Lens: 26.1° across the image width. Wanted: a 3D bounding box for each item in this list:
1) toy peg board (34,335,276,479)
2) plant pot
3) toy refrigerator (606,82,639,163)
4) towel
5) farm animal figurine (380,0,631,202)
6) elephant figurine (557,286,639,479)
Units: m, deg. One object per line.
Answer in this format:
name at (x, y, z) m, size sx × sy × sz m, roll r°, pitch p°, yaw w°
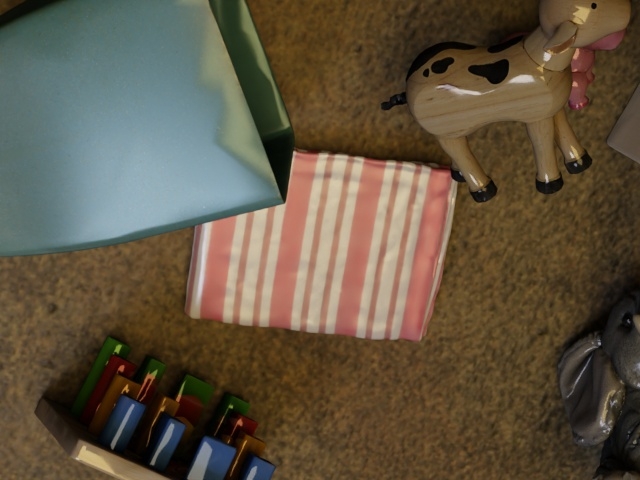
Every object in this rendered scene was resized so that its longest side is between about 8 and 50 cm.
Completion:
toy peg board at (-0.108, 0.137, 1.004) m, size 0.161 × 0.160 × 0.079 m, roll 28°, pitch 84°, yaw -20°
plant pot at (-0.155, -0.086, 0.909) m, size 0.234 × 0.165 × 0.166 m, roll -18°, pitch 108°, yaw 8°
toy refrigerator at (0.370, -0.048, 1.079) m, size 0.269 × 0.102 × 0.094 m, roll 26°, pitch 100°, yaw -19°
towel at (0.000, 0.000, 1.049) m, size 0.197 × 0.029 × 0.144 m, roll 7°, pitch 106°, yaw -12°
farm animal figurine at (0.237, -0.153, 0.904) m, size 0.330 × 0.327 × 0.172 m, roll -37°, pitch 126°, yaw -18°
elephant figurine at (0.271, 0.112, 1.090) m, size 0.169 × 0.186 × 0.239 m, roll 8°, pitch 66°, yaw -45°
